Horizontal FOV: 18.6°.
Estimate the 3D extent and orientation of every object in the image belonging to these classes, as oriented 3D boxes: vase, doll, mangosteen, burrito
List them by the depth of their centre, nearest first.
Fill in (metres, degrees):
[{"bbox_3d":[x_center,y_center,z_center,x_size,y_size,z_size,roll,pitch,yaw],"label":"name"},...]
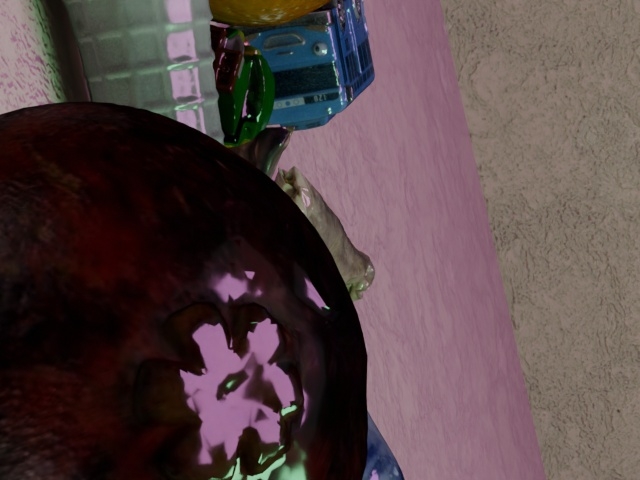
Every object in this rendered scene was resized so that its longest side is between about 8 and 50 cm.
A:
[{"bbox_3d":[-0.141,0.087,1.045,0.306,0.359,0.306,6,79,-33],"label":"mangosteen"},{"bbox_3d":[-0.123,-0.095,1.496,0.143,0.143,0.299,-35,117,-75],"label":"vase"},{"bbox_3d":[-0.093,-0.119,1.685,0.186,0.106,0.134,-19,115,-76],"label":"doll"},{"bbox_3d":[0.000,0.000,2.080,0.275,0.059,0.082,47,42,-66],"label":"burrito"}]

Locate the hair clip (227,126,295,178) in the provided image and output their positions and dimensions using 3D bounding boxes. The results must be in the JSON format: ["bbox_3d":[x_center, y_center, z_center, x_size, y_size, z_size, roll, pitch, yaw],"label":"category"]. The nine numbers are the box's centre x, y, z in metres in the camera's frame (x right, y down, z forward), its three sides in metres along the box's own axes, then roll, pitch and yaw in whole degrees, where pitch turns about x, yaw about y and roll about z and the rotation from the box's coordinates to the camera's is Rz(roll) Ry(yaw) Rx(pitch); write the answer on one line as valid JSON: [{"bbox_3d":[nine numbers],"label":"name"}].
[{"bbox_3d":[-0.079,0.039,1.627,0.173,0.069,0.300,-66,167,-67],"label":"hair clip"}]

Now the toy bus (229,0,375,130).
[{"bbox_3d":[-0.014,-0.193,2.037,0.234,0.116,0.133,-53,135,-74],"label":"toy bus"}]

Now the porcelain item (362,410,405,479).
[{"bbox_3d":[0.000,0.192,1.802,0.141,0.141,0.259,50,23,-64],"label":"porcelain item"}]

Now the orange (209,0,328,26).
[{"bbox_3d":[-0.049,-0.315,1.717,0.310,0.274,0.274,-44,133,-27],"label":"orange"}]
